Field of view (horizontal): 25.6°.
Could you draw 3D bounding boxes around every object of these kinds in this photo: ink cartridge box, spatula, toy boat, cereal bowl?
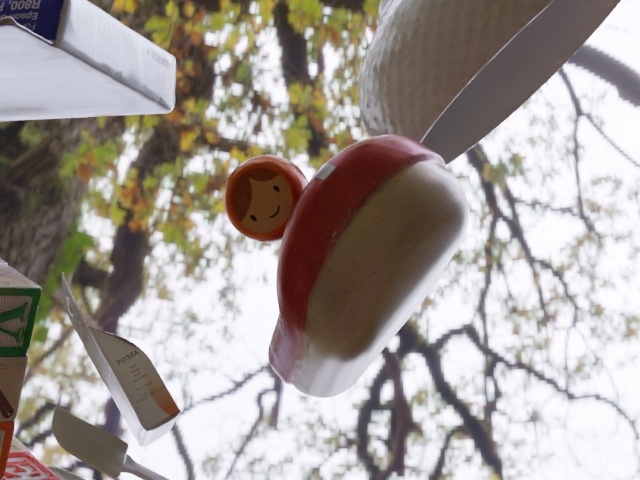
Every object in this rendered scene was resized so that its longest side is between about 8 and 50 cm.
[{"bbox_3d":[-0.344,-0.176,1.306,0.324,0.071,0.330,-1,-9,16],"label":"ink cartridge box"},{"bbox_3d":[-0.175,0.279,1.356,0.242,0.168,0.019,32,-54,-18],"label":"spatula"},{"bbox_3d":[0.000,0.000,0.935,0.151,0.151,0.231,38,-18,7],"label":"toy boat"},{"bbox_3d":[-0.206,0.118,1.437,0.045,0.179,0.145,-26,-9,-16],"label":"ink cartridge box"},{"bbox_3d":[0.160,-0.221,1.356,0.141,0.339,0.339,48,-59,11],"label":"cereal bowl"}]

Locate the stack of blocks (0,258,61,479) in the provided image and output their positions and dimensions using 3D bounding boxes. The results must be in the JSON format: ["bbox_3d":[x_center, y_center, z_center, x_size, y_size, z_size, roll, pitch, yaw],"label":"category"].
[{"bbox_3d":[-0.253,0.152,0.850,0.171,0.087,0.297,3,-74,-42],"label":"stack of blocks"}]
